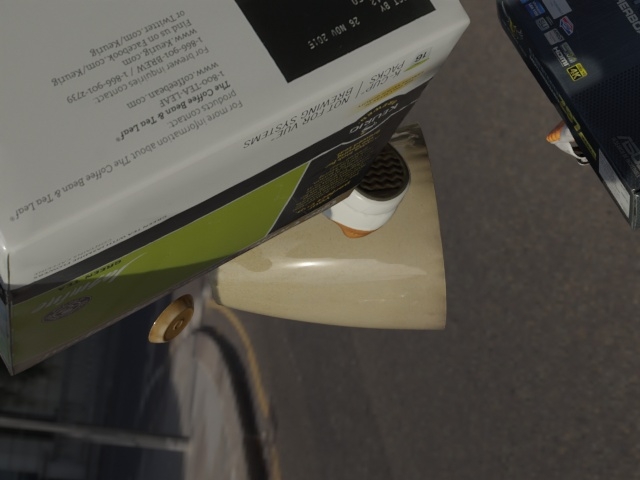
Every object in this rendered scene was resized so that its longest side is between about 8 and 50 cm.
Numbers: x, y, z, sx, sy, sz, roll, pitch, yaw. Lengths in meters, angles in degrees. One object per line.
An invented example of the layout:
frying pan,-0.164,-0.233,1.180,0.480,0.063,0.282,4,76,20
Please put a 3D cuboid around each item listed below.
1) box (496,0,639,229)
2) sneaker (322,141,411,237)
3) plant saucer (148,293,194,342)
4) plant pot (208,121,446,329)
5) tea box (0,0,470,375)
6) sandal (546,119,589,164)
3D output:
box,0.263,-0.144,0.913,0.059,0.183,0.233,67,179,-60
sneaker,-0.035,-0.117,1.202,0.290,0.106,0.123,53,153,15
plant saucer,-0.196,0.109,1.619,0.083,0.015,0.083,-45,-17,-18
plant pot,0.000,0.000,1.472,0.256,0.274,0.256,172,90,-90
tea box,-0.124,-0.102,0.852,0.220,0.329,0.323,57,158,10
sandal,0.351,-0.136,1.522,0.102,0.076,0.265,-43,0,9
